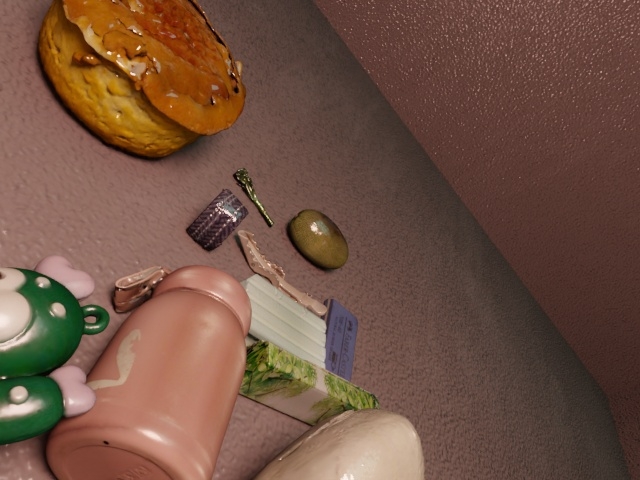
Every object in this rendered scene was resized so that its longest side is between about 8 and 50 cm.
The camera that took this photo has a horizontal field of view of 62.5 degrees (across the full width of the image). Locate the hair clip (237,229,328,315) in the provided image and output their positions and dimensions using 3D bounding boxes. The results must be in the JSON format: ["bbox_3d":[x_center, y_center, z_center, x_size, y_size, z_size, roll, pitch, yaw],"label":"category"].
[{"bbox_3d":[-0.088,0.075,1.006,0.226,0.072,0.034,45,30,-4],"label":"hair clip"}]

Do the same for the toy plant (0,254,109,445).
[{"bbox_3d":[-0.333,0.088,0.516,0.244,0.112,0.232,13,37,-17],"label":"toy plant"}]

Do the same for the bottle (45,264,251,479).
[{"bbox_3d":[-0.196,0.153,0.648,0.207,0.173,0.296,17,37,-2],"label":"bottle"}]

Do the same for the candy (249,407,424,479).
[{"bbox_3d":[0.025,0.337,0.683,0.185,0.295,0.296,52,26,18],"label":"candy"}]

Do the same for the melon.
[{"bbox_3d":[0.000,0.000,1.159,0.162,0.099,0.099,46,31,-22],"label":"melon"}]

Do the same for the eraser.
[{"bbox_3d":[0.030,0.209,1.062,0.082,0.036,0.225,43,32,-20],"label":"eraser"}]

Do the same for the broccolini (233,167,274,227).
[{"bbox_3d":[-0.134,-0.092,1.108,0.139,0.035,0.030,57,32,-3],"label":"broccolini"}]

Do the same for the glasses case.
[{"bbox_3d":[-0.019,0.252,0.884,0.272,0.095,0.062,37,30,-34],"label":"glasses case"}]

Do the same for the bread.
[{"bbox_3d":[-0.296,-0.304,0.902,0.337,0.204,0.358,41,29,-22],"label":"bread"}]

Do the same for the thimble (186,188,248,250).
[{"bbox_3d":[-0.174,-0.037,0.919,0.066,0.104,0.095,43,28,-10],"label":"thimble"}]

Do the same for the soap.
[{"bbox_3d":[-0.077,0.154,0.920,0.198,0.067,0.119,39,32,-29],"label":"soap"}]
